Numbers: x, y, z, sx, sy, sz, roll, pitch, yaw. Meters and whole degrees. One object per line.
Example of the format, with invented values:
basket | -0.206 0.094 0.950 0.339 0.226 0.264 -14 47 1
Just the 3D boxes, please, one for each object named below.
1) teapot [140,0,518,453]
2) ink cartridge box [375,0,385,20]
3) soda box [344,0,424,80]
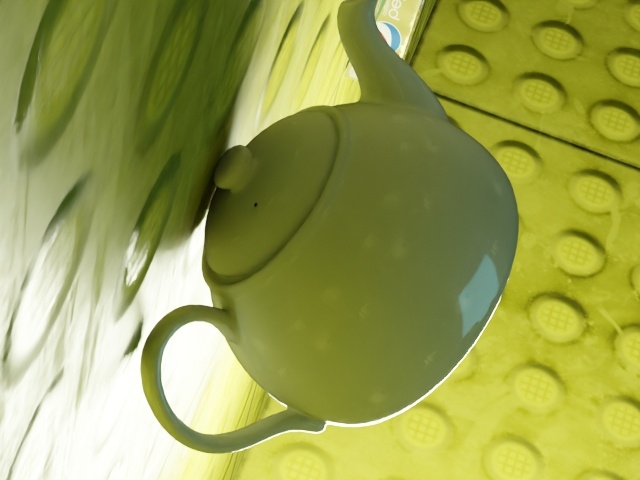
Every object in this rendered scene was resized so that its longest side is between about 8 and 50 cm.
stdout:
teapot | 0.000 0.000 1.210 0.252 0.187 0.256 -41 -150 30
ink cartridge box | 0.073 -0.320 1.435 0.235 0.056 0.171 112 2 -48
soda box | 0.083 -0.261 1.912 0.061 0.058 0.181 -65 175 -57
